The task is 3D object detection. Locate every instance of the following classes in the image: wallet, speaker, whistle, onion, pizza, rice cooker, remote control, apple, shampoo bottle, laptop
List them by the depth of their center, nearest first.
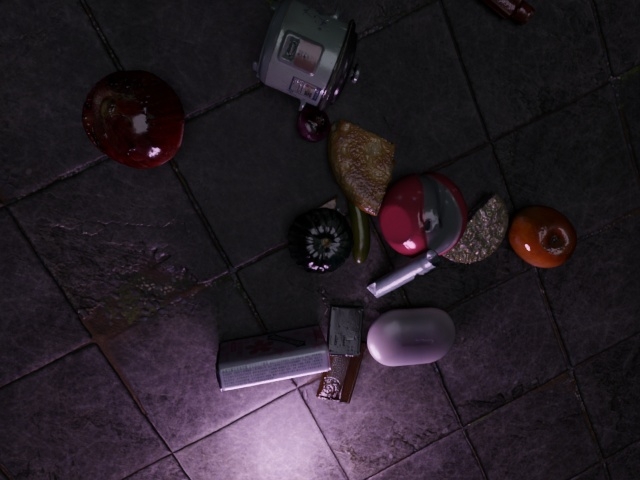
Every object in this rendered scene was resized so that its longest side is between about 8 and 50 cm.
[{"bbox_3d":[-0.517,-0.341,1.252,0.276,0.276,0.276,-2,102,-9],"label":"onion"},{"bbox_3d":[-0.025,-0.529,1.281,0.316,0.264,0.316,-1,110,-2],"label":"rice cooker"},{"bbox_3d":[-0.020,-0.367,1.395,0.115,0.104,0.115,2,86,-23],"label":"onion"},{"bbox_3d":[0.571,-0.794,1.423,0.260,0.064,0.102,30,95,-14],"label":"shampoo bottle"},{"bbox_3d":[0.147,-0.248,1.438,0.226,0.086,0.335,-25,89,-4],"label":"pizza"},{"bbox_3d":[0.267,0.119,1.478,0.062,0.312,0.062,18,56,-28],"label":"whistle"},{"bbox_3d":[0.349,-0.084,1.479,0.294,0.294,0.294,-2,102,-9],"label":"speaker"},{"bbox_3d":[0.785,-0.013,1.566,0.235,0.173,0.210,22,97,-12],"label":"apple"},{"bbox_3d":[0.086,0.321,1.579,0.129,0.016,0.180,5,85,-11],"label":"laptop"},{"bbox_3d":[0.329,0.347,1.600,0.332,0.103,0.221,-1,108,-9],"label":"remote control"},{"bbox_3d":[0.077,0.474,1.619,0.133,0.039,0.243,14,99,-11],"label":"wallet"}]

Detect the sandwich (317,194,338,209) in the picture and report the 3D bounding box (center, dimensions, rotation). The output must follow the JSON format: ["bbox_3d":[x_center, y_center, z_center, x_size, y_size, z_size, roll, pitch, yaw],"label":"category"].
[{"bbox_3d":[0.032,-0.115,1.492,0.083,0.031,0.044,-30,103,-3],"label":"sandwich"}]

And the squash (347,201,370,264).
[{"bbox_3d":[0.133,-0.043,1.506,0.069,0.069,0.258,-8,103,-8],"label":"squash"}]

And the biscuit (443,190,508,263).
[{"bbox_3d":[0.562,-0.020,1.576,0.179,0.084,0.281,40,95,-19],"label":"biscuit"}]

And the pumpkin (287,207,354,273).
[{"bbox_3d":[0.000,0.000,1.444,0.220,0.162,0.220,-1,94,-15],"label":"pumpkin"}]

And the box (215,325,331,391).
[{"bbox_3d":[-0.163,0.391,1.486,0.369,0.190,0.112,-10,103,-6],"label":"box"}]

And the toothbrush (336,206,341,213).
[{"bbox_3d":[0.074,-0.033,1.527,0.014,0.011,0.167,-12,103,-12],"label":"toothbrush"}]
